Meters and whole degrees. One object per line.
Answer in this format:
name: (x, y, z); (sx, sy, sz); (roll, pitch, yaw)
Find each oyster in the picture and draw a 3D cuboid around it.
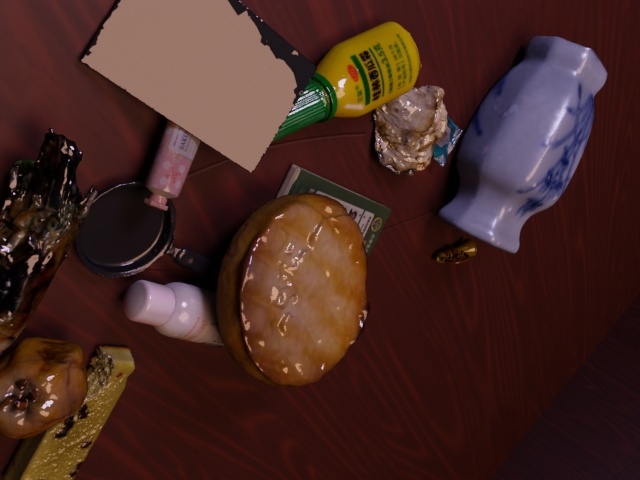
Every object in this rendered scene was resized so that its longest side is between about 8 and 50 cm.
oyster: (0.148, -0.192, 0.999); (0.191, 0.081, 0.163); (25, 103, -29)

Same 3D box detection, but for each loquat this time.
loquat: (-0.345, 0.177, 0.712); (0.137, 0.137, 0.113); (-22, 101, -34)

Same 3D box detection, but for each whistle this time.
whistle: (0.305, 0.036, 1.325); (0.109, 0.057, 0.046); (-20, 148, -36)

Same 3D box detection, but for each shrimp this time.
shrimp: (-0.392, 0.027, 0.609); (0.233, 0.071, 0.365); (26, 105, -47)

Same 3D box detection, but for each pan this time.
pan: (-0.223, 0.004, 0.799); (0.136, 0.028, 0.235); (-56, 137, 0)

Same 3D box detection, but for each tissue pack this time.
tissue pack: (0.208, -0.204, 1.095); (0.138, 0.028, 0.085); (33, 87, -45)

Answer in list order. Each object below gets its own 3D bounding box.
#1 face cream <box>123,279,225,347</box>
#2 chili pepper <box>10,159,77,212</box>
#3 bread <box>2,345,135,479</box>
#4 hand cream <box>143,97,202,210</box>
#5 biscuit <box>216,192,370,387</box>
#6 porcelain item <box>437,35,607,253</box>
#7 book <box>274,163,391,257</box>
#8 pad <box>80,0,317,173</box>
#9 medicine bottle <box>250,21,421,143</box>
face cream: (-0.171, 0.115, 0.884); (0.269, 0.082, 0.082); (24, 97, -50)
chili pepper: (-0.311, -0.063, 0.672); (0.030, 0.034, 0.091); (-25, 143, 14)
bread: (-0.346, 0.250, 0.823); (0.088, 0.049, 0.226); (24, 96, -50)
hand cream: (-0.168, -0.139, 0.740); (0.067, 0.043, 0.210); (24, 85, -49)
biscuit: (-0.038, 0.073, 0.902); (0.296, 0.102, 0.296); (-9, 102, -49)
porcelain item: (0.409, -0.184, 1.189); (0.242, 0.178, 0.405); (16, 104, -49)
book: (0.000, 0.000, 1.020); (0.264, 0.027, 0.202); (17, 101, -48)
pad: (-0.133, -0.210, 0.710); (0.245, 0.006, 0.170); (32, 89, -35)
medicine bottle: (0.017, -0.218, 0.855); (0.309, 0.076, 0.111); (-32, 114, -24)
